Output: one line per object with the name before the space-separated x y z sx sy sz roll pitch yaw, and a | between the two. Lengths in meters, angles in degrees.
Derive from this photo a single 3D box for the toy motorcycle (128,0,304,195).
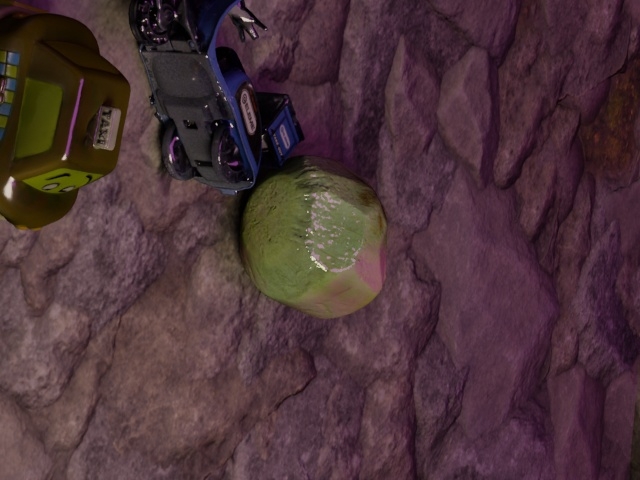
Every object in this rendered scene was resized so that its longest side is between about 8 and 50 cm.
toy motorcycle | -0.141 -0.222 2.098 0.212 0.125 0.358 -56 141 -39

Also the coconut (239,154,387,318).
coconut | 0.000 0.000 2.272 0.204 0.236 0.236 -48 147 18

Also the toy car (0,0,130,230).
toy car | -0.308 -0.131 1.814 0.204 0.198 0.247 9 95 -61
